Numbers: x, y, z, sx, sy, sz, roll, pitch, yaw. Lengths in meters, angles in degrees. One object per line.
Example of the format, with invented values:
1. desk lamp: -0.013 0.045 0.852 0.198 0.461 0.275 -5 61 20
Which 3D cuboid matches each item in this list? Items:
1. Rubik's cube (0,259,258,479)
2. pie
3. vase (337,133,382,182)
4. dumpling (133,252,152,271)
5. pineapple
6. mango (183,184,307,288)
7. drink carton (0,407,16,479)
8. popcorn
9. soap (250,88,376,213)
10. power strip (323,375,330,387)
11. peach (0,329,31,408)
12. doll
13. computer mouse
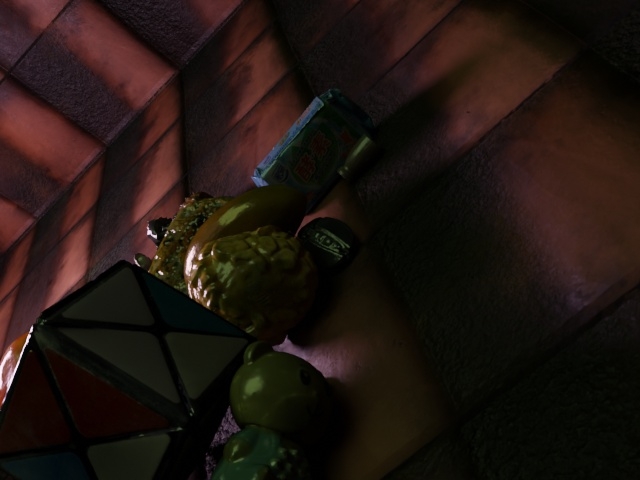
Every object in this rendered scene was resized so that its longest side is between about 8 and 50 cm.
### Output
1. Rubik's cube: -0.321 0.254 1.247 0.306 0.305 0.310 -63 -7 23
2. pie: -0.285 0.018 1.783 0.323 0.070 0.323 -19 42 18
3. vase: 0.082 -0.175 1.597 0.100 0.053 0.053 -51 29 8
4. dumpling: -0.516 0.063 2.142 0.043 0.059 0.077 -18 45 29
5. pineapple: -0.373 -0.042 2.010 0.237 0.111 0.119 -32 60 32
6. mango: -0.170 0.013 1.550 0.331 0.195 0.142 -58 38 30
7. drink carton: -0.487 0.447 1.401 0.132 0.325 0.194 -52 30 -3
8. popcorn: -0.122 0.090 1.413 0.250 0.250 0.190 -51 4 0
9. soap: -0.017 -0.192 1.646 0.293 0.156 0.077 -50 28 3
10. power strip: -0.020 0.270 1.272 0.090 0.016 0.040 -49 33 1
11. peach: -0.635 0.367 1.751 0.289 0.289 0.307 1 51 54
12. doll: -0.069 0.298 1.145 0.162 0.177 0.260 -18 50 43
13. computer mouse: 0.000 0.000 1.502 0.105 0.062 0.192 -54 28 -8
